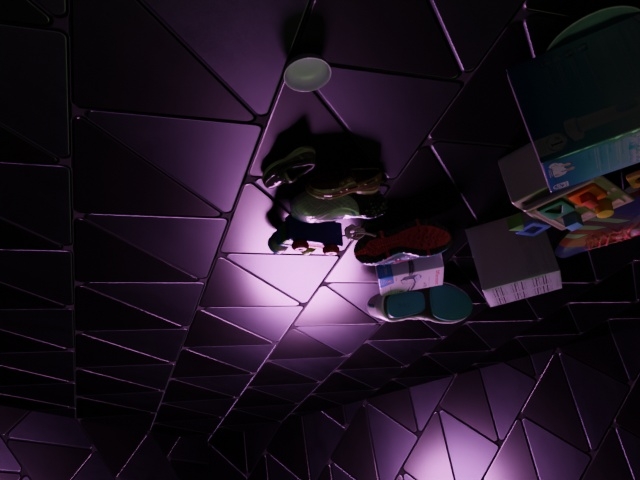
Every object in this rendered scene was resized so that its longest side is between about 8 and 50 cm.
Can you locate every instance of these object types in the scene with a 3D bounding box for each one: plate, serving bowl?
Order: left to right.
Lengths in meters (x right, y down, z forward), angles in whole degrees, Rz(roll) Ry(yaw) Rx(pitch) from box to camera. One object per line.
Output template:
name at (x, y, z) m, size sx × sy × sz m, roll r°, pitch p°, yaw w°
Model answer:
serving bowl at (-0.024, -0.296, 1.097) m, size 0.083 × 0.027 × 0.083 m, roll -8°, pitch 152°, yaw -4°
plate at (0.497, -0.358, 1.150) m, size 0.188 × 0.024 × 0.188 m, roll -7°, pitch 152°, yaw -4°

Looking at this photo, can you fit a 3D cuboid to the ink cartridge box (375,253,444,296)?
ink cartridge box at (0.259, 0.087, 1.846) m, size 0.191 × 0.082 × 0.139 m, roll -10°, pitch 152°, yaw 5°

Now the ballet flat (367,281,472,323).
ballet flat at (0.315, 0.202, 2.041) m, size 0.400 × 0.139 × 0.139 m, roll 3°, pitch 150°, yaw -36°

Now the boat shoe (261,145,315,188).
boat shoe at (-0.069, -0.146, 1.340) m, size 0.056 × 0.049 × 0.152 m, roll 16°, pitch 143°, yaw -40°

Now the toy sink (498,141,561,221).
toy sink at (0.553, -0.158, 1.427) m, size 0.234 × 0.131 × 0.153 m, roll -29°, pitch 147°, yaw 31°

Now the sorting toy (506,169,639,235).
sorting toy at (0.579, -0.072, 1.406) m, size 0.196 × 0.047 × 0.348 m, roll 16°, pitch 148°, yaw -39°

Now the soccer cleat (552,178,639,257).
soccer cleat at (0.763, -0.037, 1.656) m, size 0.318 × 0.116 × 0.109 m, roll -36°, pitch 148°, yaw 13°

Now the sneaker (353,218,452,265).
sneaker at (0.221, 0.008, 1.701) m, size 0.262 × 0.104 × 0.125 m, roll -8°, pitch 170°, yaw 6°

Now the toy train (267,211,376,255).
toy train at (0.000, 0.000, 1.593) m, size 0.248 × 0.105 × 0.143 m, roll 9°, pitch 157°, yaw -31°

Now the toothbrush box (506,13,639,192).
toothbrush box at (0.508, -0.247, 1.107) m, size 0.296 × 0.216 × 0.126 m, roll -21°, pitch 151°, yaw 19°

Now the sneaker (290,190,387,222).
sneaker at (0.042, -0.085, 1.473) m, size 0.237 × 0.085 × 0.086 m, roll -2°, pitch 178°, yaw -20°

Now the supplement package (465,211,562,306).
supplement package at (0.531, 0.051, 1.741) m, size 0.203 × 0.194 × 0.149 m, roll -17°, pitch 151°, yaw 15°

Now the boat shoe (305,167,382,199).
boat shoe at (0.053, -0.135, 1.393) m, size 0.178 × 0.064 × 0.060 m, roll -7°, pitch 148°, yaw -18°
